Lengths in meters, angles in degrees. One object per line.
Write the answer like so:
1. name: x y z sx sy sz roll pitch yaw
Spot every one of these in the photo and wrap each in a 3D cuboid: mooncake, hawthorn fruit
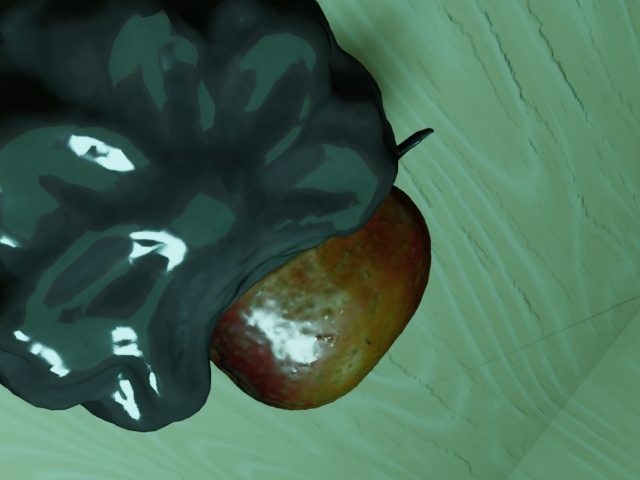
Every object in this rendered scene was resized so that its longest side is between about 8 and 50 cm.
1. mooncake: -0.137 -0.052 1.107 0.350 0.212 0.381 37 86 -31
2. hawthorn fruit: 0.000 0.000 1.378 0.300 0.254 0.254 -43 150 1
